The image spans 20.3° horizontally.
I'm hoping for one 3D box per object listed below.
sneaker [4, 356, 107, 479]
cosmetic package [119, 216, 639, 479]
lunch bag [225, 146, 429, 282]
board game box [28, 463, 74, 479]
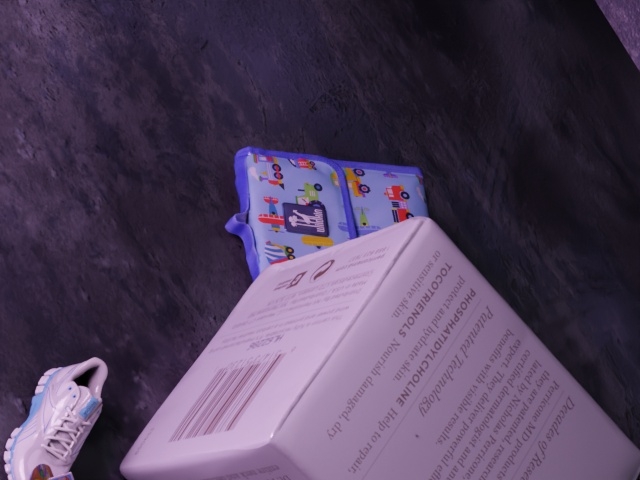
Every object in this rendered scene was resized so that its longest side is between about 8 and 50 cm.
[{"bbox_3d":[-0.271,0.193,1.885,0.071,0.083,0.190,41,38,-26],"label":"sneaker"},{"bbox_3d":[0.068,0.245,1.975,0.393,0.329,0.327,47,57,-18],"label":"cosmetic package"},{"bbox_3d":[0.000,0.000,2.377,0.293,0.138,0.221,12,55,-32],"label":"lunch bag"},{"bbox_3d":[-0.249,0.304,1.790,0.133,0.033,0.168,-87,162,-64],"label":"board game box"}]
